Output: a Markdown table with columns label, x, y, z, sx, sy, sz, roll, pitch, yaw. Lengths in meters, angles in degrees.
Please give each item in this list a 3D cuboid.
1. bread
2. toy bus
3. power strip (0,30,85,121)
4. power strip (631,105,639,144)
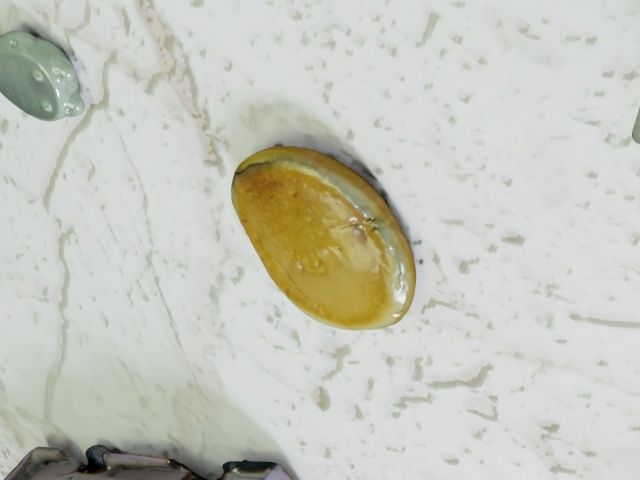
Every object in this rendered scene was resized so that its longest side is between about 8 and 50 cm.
| label | x | y | z | sx | sy | sz | roll | pitch | yaw |
| --- | --- | --- | --- | --- | --- | --- | --- | --- | --- |
| bread | 0.000 | 0.000 | 0.848 | 0.110 | 0.024 | 0.110 | 29 | 142 | 26 |
| toy bus | -0.109 | 0.193 | 1.104 | 0.274 | 0.090 | 0.112 | -4 | 129 | 51 |
| power strip | -0.163 | -0.086 | 0.933 | 0.083 | 0.035 | 0.055 | 19 | 137 | 32 |
| power strip | 0.159 | -0.079 | 0.581 | 0.075 | 0.042 | 0.175 | 33 | 142 | 20 |
